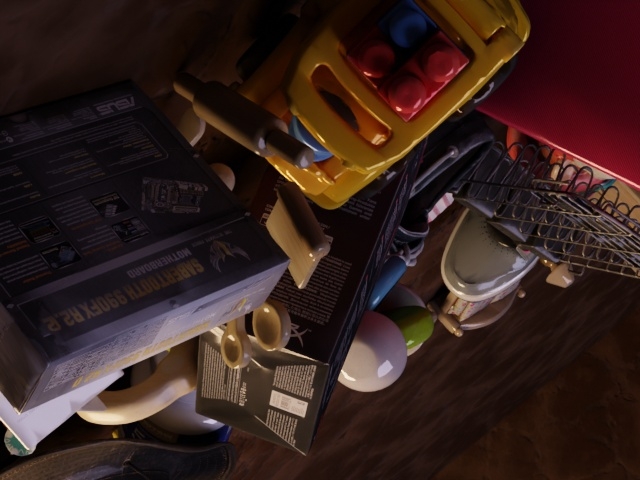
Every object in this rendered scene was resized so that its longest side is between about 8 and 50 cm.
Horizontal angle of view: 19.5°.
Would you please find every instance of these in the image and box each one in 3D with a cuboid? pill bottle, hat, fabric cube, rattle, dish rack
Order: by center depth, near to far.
[{"bbox_3d":[0.280,-0.179,1.496,0.259,0.258,0.254,-3,117,-64],"label":"fabric cube"},{"bbox_3d":[-0.209,0.091,1.577,0.199,0.130,0.143,-13,147,12],"label":"rattle"},{"bbox_3d":[-0.219,0.298,1.733,0.331,0.134,0.331,-17,160,-6],"label":"hat"},{"bbox_3d":[0.237,-0.031,1.789,0.271,0.208,0.074,14,-105,60],"label":"dish rack"},{"bbox_3d":[-0.132,0.148,1.794,0.112,0.112,0.187,-32,161,-27],"label":"pill bottle"}]

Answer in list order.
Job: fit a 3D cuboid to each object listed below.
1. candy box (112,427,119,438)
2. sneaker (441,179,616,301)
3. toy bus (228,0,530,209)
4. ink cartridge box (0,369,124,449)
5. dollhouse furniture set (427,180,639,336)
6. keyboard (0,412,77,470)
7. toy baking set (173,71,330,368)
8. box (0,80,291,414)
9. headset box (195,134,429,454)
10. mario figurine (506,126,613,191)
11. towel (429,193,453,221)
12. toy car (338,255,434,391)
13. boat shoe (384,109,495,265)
[{"bbox_3d":[-0.130,0.165,1.988,0.206,0.027,0.105,-37,166,-13],"label":"candy box"},{"bbox_3d":[0.245,-0.058,2.072,0.295,0.124,0.178,-48,169,-3],"label":"sneaker"},{"bbox_3d":[0.038,-0.115,1.317,0.220,0.149,0.211,-43,-170,12],"label":"toy bus"},{"bbox_3d":[-0.217,0.071,1.328,0.090,0.092,0.143,-39,123,-7],"label":"ink cartridge box"},{"bbox_3d":[0.307,0.023,2.335,0.355,0.174,0.303,-30,160,-34],"label":"dollhouse furniture set"},{"bbox_3d":[-0.306,0.195,1.681,0.192,0.038,0.100,-37,175,9],"label":"keyboard"},{"bbox_3d":[-0.083,-0.021,1.352,0.030,0.256,0.197,-5,120,-38],"label":"toy baking set"},{"bbox_3d":[-0.158,-0.004,1.228,0.231,0.183,0.056,-24,156,-46],"label":"box"},{"bbox_3d":[0.000,0.000,1.547,0.218,0.110,0.293,101,11,-65],"label":"headset box"},{"bbox_3d":[0.285,-0.151,1.842,0.198,0.170,0.320,-48,161,-13],"label":"mario figurine"},{"bbox_3d":[0.085,-0.006,1.954,0.197,0.029,0.144,-45,174,-3],"label":"towel"},{"bbox_3d":[0.011,0.062,1.712,0.182,0.136,0.159,-6,-169,18],"label":"toy car"},{"bbox_3d":[0.059,-0.021,1.793,0.306,0.105,0.113,-49,161,26],"label":"boat shoe"}]
